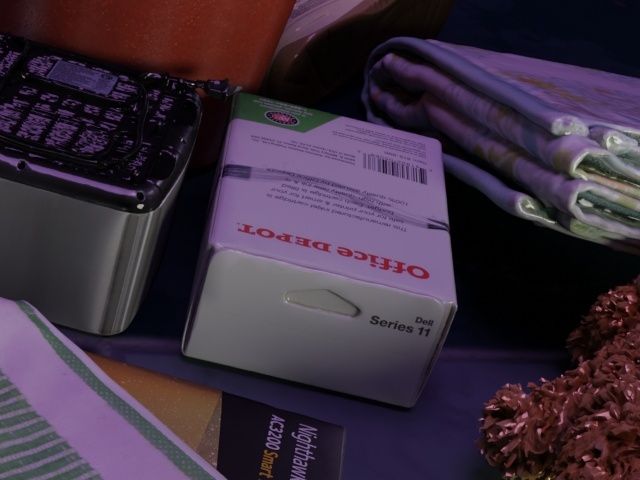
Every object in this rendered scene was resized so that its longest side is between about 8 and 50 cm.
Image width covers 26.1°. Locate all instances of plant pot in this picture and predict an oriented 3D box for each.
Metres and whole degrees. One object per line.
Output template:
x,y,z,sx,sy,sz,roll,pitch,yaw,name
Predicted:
-0.120,-0.209,0.982,0.272,0.265,0.272,15,30,-9,plant pot

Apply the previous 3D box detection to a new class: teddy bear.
0.207,0.090,0.765,0.245,0.113,0.338,-15,16,38,teddy bear

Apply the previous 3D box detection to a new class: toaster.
-0.161,-0.043,0.855,0.185,0.110,0.168,15,32,-2,toaster

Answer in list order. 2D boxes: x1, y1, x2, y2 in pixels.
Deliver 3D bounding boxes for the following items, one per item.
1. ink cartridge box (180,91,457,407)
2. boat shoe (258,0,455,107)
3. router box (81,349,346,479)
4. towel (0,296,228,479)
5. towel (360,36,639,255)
0.000,0.000,0.887,0.153,0.087,0.208,14,30,-6,ink cartridge box
0.022,-0.200,1.205,0.098,0.109,0.302,32,40,22,boat shoe
-0.122,0.142,0.554,0.243,0.081,0.309,17,20,-2,router box
-0.177,0.097,0.456,0.325,0.038,0.248,-5,29,-45,towel
0.230,-0.066,1.044,0.320,0.090,0.374,9,16,-19,towel
